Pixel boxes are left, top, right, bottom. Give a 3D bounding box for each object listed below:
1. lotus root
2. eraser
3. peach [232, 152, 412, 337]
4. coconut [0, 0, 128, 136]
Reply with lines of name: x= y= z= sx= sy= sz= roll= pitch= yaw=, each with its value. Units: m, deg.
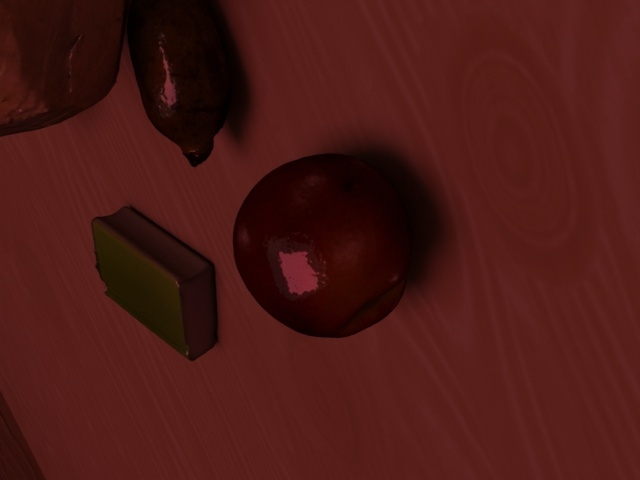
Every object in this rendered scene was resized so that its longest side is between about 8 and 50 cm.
lotus root: x=-0.197 y=-0.231 z=0.995 sx=0.145 sy=0.128 sz=0.260 roll=16 pitch=119 yaw=60
eraser: x=-0.322 y=0.081 z=1.360 sx=0.274 sy=0.092 sz=0.210 roll=28 pitch=132 yaw=32
peach: x=0.000 y=0.000 z=0.867 sx=0.243 sy=0.199 sz=0.243 roll=17 pitch=114 yaw=42
coconut: x=-0.446 y=-0.295 z=0.912 sx=0.405 sy=0.405 sz=0.404 roll=26 pitch=131 yaw=35
